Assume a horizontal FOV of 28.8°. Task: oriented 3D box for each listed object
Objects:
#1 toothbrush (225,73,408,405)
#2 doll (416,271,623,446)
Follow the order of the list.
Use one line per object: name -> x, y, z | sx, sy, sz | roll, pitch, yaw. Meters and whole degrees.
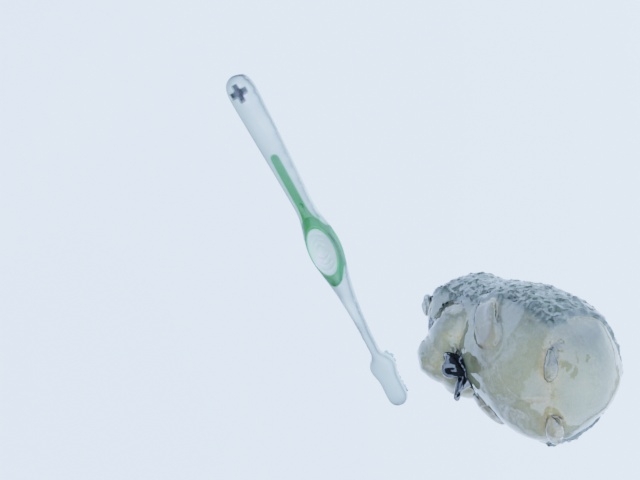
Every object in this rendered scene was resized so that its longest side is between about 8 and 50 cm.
toothbrush -> 0.000, 0.000, 1.022 | 0.030, 0.030, 0.304 | -33, -81, -36
doll -> 0.287, 0.165, 1.882 | 0.247, 0.349, 0.247 | -11, -65, -23
